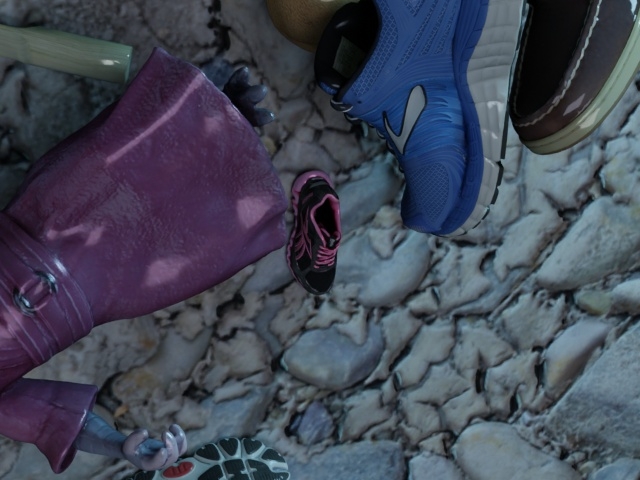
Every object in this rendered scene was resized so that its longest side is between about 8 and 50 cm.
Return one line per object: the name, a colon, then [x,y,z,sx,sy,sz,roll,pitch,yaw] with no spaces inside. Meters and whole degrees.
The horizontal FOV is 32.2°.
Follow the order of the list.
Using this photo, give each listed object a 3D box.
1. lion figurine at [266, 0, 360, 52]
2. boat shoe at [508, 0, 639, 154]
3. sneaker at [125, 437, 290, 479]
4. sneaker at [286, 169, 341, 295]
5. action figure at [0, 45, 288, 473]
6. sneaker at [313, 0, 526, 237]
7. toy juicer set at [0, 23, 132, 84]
lion figurine: [0.007,-0.264,0.842,0.240,0.142,0.392,-15,121,-10]
boat shoe: [0.198,-0.236,0.876,0.123,0.123,0.342,26,76,-24]
sneaker: [-0.112,0.240,1.051,0.170,0.068,0.071,-14,132,-9]
sneaker: [0.000,0.000,0.994,0.047,0.057,0.119,-13,117,-22]
action figure: [-0.200,0.015,0.744,0.370,0.276,0.248,-37,123,-19]
sneaker: [0.072,-0.127,0.857,0.147,0.129,0.330,1,140,5]
toy juicer set: [-0.149,-0.233,0.772,0.209,0.089,0.329,28,124,-18]
